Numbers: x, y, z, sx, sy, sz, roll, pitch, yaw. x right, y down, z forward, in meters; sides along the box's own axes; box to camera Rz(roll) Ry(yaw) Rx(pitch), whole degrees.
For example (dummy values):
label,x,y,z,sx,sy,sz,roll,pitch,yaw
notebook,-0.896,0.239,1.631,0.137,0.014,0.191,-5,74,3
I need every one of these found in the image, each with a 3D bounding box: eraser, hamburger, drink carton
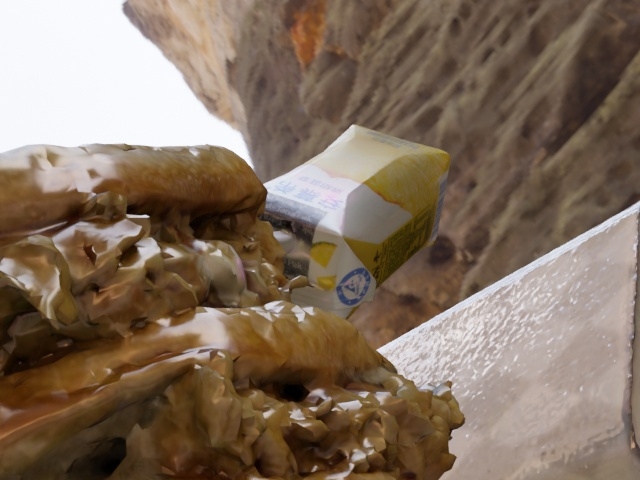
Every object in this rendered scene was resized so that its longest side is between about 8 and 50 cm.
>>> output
label,x,y,z,sx,sy,sz,roll,pitch,yaw
eraser,0.103,0.149,0.838,0.082,0.213,0.397,30,-38,-21
hamburger,-0.075,0.081,0.402,0.261,0.211,0.245,-19,-17,-23
drink carton,0.000,0.000,0.608,0.200,0.084,0.074,-37,-37,-56
